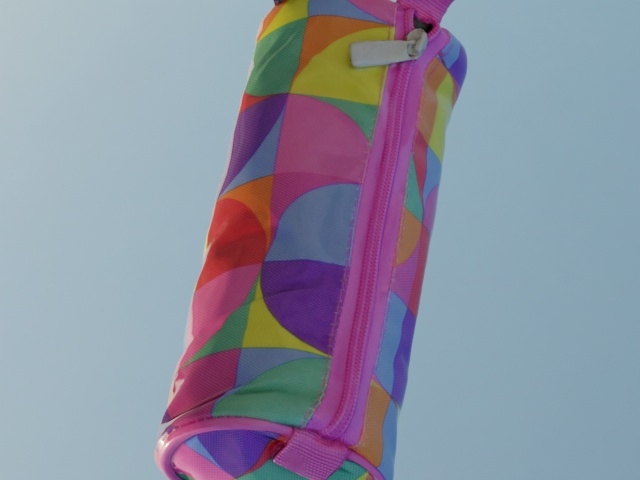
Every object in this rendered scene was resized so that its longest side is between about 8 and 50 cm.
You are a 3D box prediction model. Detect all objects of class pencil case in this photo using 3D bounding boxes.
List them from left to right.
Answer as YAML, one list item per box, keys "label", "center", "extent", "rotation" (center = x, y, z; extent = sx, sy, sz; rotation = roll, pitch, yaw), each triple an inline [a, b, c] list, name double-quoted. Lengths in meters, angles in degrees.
- label: "pencil case"
  center: [0.000, 0.000, 0.828]
  extent: [0.104, 0.104, 0.236]
  rotation: [-11, -126, 34]
